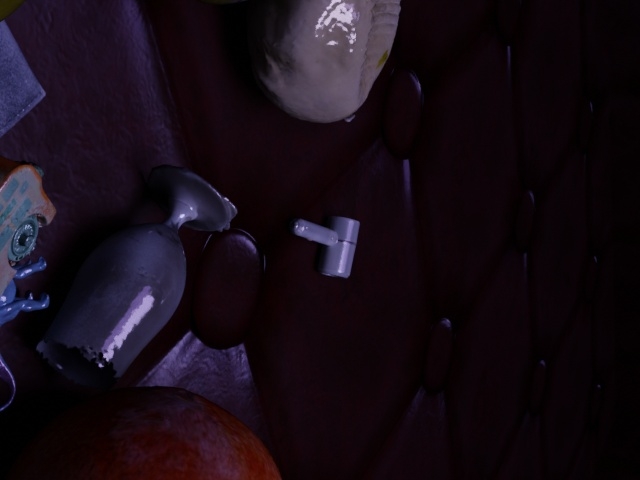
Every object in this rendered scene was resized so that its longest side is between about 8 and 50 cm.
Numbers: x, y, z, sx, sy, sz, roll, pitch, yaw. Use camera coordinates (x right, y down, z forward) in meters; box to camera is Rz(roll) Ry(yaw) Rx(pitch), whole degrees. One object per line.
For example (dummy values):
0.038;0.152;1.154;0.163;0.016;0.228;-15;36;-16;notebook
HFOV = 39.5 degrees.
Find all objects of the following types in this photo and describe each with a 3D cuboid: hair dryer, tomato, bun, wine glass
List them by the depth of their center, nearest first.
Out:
-0.155;0.248;0.781;0.265;0.265;0.265;-20;114;-57;tomato
-0.175;0.035;0.860;0.222;0.103;0.103;-61;144;-31;wine glass
-0.001;-0.267;1.031;0.259;0.160;0.259;15;90;-80;bun
0.000;0.000;1.209;0.137;0.047;0.082;21;79;-53;hair dryer

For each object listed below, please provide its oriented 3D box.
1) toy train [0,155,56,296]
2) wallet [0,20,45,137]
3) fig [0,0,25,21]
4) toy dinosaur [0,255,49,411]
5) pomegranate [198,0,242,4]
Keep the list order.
-0.275;0.008;0.664;0.188;0.072;0.099;-63;162;-21;toy train
-0.309;-0.112;0.661;0.222;0.036;0.167;-56;141;-37;wallet
-0.260;-0.235;0.546;0.271;0.239;0.239;-64;153;-72;fig
-0.273;0.049;0.754;0.080;0.045;0.197;-7;96;-46;toy dinosaur
-0.071;-0.325;0.855;0.179;0.210;0.179;-16;90;-73;pomegranate
